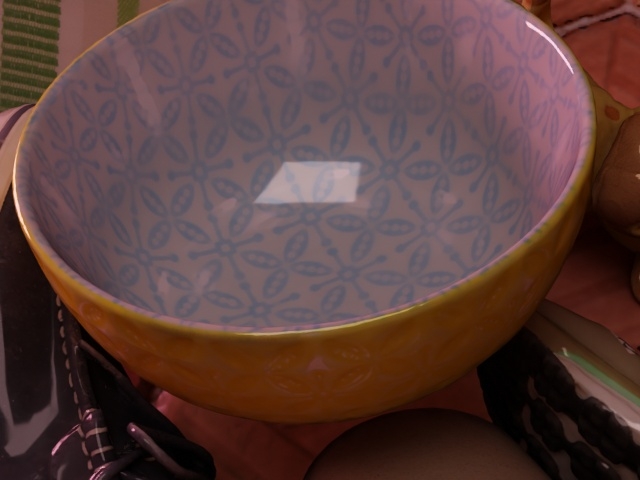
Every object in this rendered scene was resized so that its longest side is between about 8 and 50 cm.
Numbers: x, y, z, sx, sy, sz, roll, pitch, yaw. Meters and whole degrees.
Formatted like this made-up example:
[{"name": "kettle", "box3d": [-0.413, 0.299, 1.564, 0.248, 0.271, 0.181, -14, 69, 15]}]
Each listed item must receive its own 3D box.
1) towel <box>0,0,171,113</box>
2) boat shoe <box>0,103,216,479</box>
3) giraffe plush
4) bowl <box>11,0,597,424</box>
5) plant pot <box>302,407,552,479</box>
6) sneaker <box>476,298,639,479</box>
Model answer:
[{"name": "towel", "box3d": [-0.203, -0.099, 1.112, 0.325, 0.248, 0.038, 5, 17, 0]}, {"name": "boat shoe", "box3d": [-0.121, 0.152, 0.971, 0.156, 0.187, 0.500, -7, 62, 2]}, {"name": "giraffe plush", "box3d": [0.161, -0.046, 1.090, 0.170, 0.181, 0.210, 26, 29, 12]}, {"name": "bowl", "box3d": [0.000, 0.000, 0.933, 0.289, 0.156, 0.289, -6, 42, 5]}, {"name": "plant pot", "box3d": [0.063, 0.218, 0.875, 0.256, 0.256, 0.274, -12, 38, 1]}, {"name": "sneaker", "box3d": [0.270, 0.131, 0.959, 0.410, 0.158, 0.182, 33, 56, 19]}]
